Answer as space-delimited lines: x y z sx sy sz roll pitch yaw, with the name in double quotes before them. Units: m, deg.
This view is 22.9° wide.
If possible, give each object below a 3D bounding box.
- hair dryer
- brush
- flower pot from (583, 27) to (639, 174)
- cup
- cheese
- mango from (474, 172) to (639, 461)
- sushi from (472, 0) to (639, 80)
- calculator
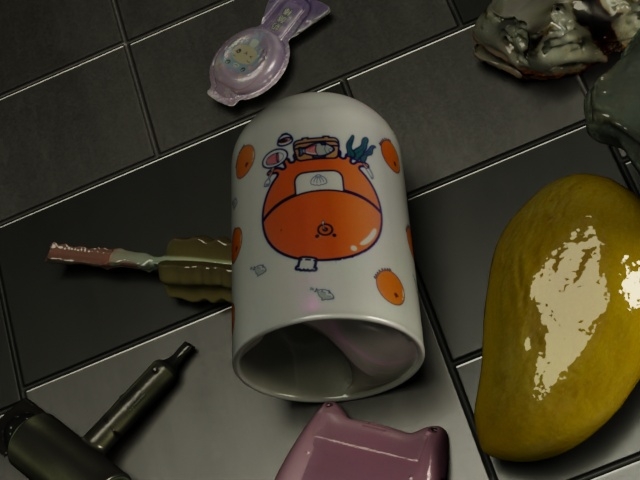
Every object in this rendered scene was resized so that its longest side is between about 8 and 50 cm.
"hair dryer" -0.255 0.199 1.887 0.195 0.078 0.248 33 67 31
"brush" -0.204 0.030 1.955 0.301 0.071 0.084 3 52 20
"flower pot" 0.438 -0.131 1.696 0.299 0.283 0.299 -7 61 14
"cup" 0.000 0.000 1.818 0.212 0.212 0.317 -12 58 12
"cheese" -0.077 -0.254 2.078 0.105 0.042 0.191 28 72 27
"mango" 0.276 0.081 1.726 0.195 0.142 0.332 1 70 24
"sushi" 0.338 -0.282 1.901 0.332 0.130 0.124 -17 58 10
"calculator" 0.022 0.312 1.719 0.194 0.043 0.294 12 61 21
